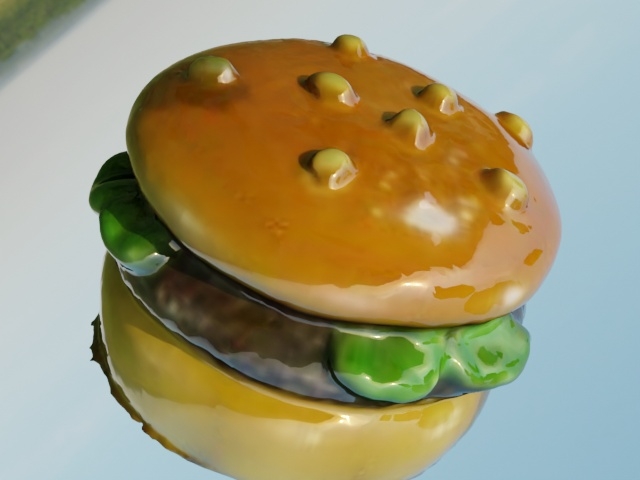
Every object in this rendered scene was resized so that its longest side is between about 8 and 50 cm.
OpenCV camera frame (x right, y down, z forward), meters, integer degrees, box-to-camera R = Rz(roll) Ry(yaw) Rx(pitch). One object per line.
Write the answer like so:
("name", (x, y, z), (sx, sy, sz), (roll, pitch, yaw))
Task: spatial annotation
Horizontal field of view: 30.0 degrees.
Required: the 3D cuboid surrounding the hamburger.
("hamburger", (0.000, 0.000, 0.997), (0.396, 0.395, 0.277), (-63, 172, -56))
